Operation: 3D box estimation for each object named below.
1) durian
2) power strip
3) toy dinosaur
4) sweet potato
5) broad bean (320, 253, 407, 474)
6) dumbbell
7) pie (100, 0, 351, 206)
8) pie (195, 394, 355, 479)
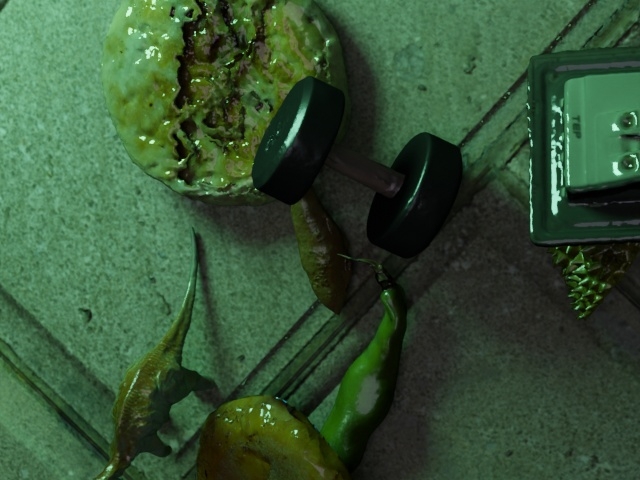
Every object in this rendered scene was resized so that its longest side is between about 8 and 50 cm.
[{"bbox_3d":[0.318,0.001,1.673,0.108,0.119,0.187,29,107,4],"label":"durian"},{"bbox_3d":[0.359,-0.121,1.604,0.251,0.092,0.257,-6,65,19],"label":"power strip"},{"bbox_3d":[-0.203,0.178,1.821,0.092,0.205,0.393,21,86,17],"label":"toy dinosaur"},{"bbox_3d":[0.000,0.000,1.783,0.068,0.060,0.206,-25,113,-13],"label":"sweet potato"},{"bbox_3d":[0.053,0.174,1.805,0.098,0.056,0.318,10,104,11],"label":"broad bean"},{"bbox_3d":[0.044,-0.086,1.678,0.218,0.152,0.152,25,106,-14],"label":"dumbbell"},{"bbox_3d":[-0.124,-0.201,1.774,0.339,0.077,0.339,3,100,15],"label":"pie"},{"bbox_3d":[-0.054,0.326,1.836,0.273,0.069,0.273,16,118,31],"label":"pie"}]
